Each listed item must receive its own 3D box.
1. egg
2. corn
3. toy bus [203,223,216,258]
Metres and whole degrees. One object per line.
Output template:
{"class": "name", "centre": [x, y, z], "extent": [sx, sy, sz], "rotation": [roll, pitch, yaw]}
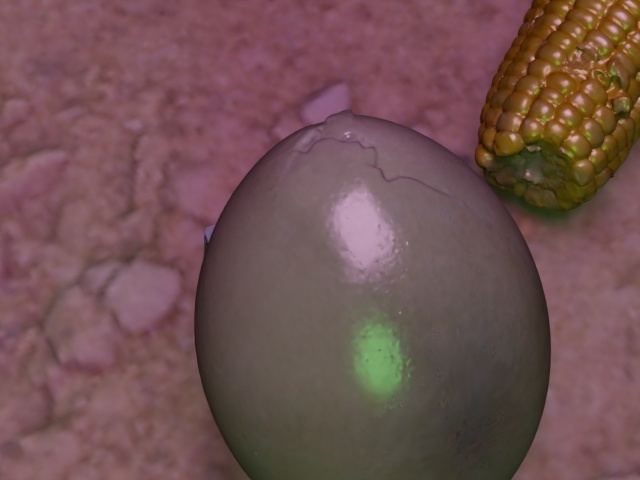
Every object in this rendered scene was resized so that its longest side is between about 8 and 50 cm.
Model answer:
{"class": "egg", "centre": [0.016, 0.029, 0.570], "extent": [0.114, 0.152, 0.114], "rotation": [-8, 32, 5]}
{"class": "corn", "centre": [0.121, -0.102, 0.671], "extent": [0.067, 0.067, 0.206], "rotation": [26, 69, 10]}
{"class": "toy bus", "centre": [0.000, 0.000, 0.640], "extent": [0.083, 0.037, 0.031], "rotation": [-17, 68, -9]}
